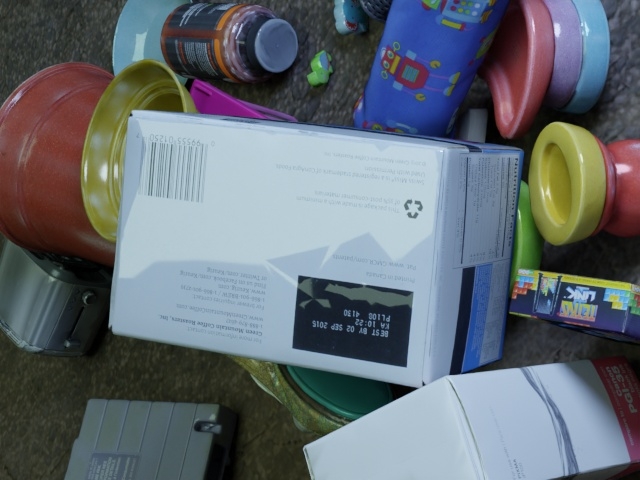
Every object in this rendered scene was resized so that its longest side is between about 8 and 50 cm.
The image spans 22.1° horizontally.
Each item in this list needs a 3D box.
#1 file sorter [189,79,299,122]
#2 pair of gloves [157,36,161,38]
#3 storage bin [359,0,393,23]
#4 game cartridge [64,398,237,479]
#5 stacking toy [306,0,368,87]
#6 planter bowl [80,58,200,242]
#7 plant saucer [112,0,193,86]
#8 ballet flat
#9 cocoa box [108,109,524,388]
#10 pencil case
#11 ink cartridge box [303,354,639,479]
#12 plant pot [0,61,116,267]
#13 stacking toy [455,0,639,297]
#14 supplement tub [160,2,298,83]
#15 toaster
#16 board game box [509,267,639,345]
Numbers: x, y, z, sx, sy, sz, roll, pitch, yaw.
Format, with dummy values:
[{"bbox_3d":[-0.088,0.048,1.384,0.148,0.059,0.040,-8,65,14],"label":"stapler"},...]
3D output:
[{"bbox_3d":[-0.040,-0.037,1.940,0.291,0.182,0.202,33,106,49],"label":"file sorter"},{"bbox_3d":[-0.243,-0.327,2.381,0.083,0.010,0.074,3,83,50],"label":"pair of gloves"},{"bbox_3d":[0.103,-0.340,1.903,0.084,0.122,0.180,-34,56,38],"label":"storage bin"},{"bbox_3d":[-0.243,0.377,2.072,0.230,0.068,0.355,-3,65,36],"label":"game cartridge"},{"bbox_3d":[0.035,-0.315,2.029,0.167,0.052,0.221,-23,64,44],"label":"stacking toy"},{"bbox_3d":[-0.186,-0.096,1.913,0.217,0.090,0.217,-17,68,47],"label":"planter bowl"},{"bbox_3d":[-0.223,-0.275,2.315,0.195,0.037,0.195,-4,84,46],"label":"plant saucer"},{"bbox_3d":[-0.021,0.161,1.935,0.348,0.123,0.123,40,110,46],"label":"ballet flat"},{"bbox_3d":[0.000,0.000,1.635,0.347,0.228,0.231,8,96,25],"label":"cocoa box"},{"bbox_3d":[0.123,-0.210,1.714,0.119,0.133,0.306,36,141,13],"label":"pencil case"},{"bbox_3d":[0.158,0.204,1.562,0.207,0.283,0.117,-32,69,39],"label":"ink cartridge box"},{"bbox_3d":[-0.261,-0.075,2.164,0.265,0.272,0.272,23,97,41],"label":"plant pot"},{"bbox_3d":[0.252,-0.095,1.721,0.279,0.130,0.309,115,149,-55],"label":"stacking toy"},{"bbox_3d":[-0.117,-0.259,2.146,0.198,0.106,0.106,12,89,50],"label":"supplement tub"},{"bbox_3d":[-0.394,0.071,2.360,0.227,0.129,0.146,37,110,45],"label":"toaster"},{"bbox_3d":[0.287,0.071,1.546,0.141,0.170,0.048,9,85,50],"label":"board game box"}]
